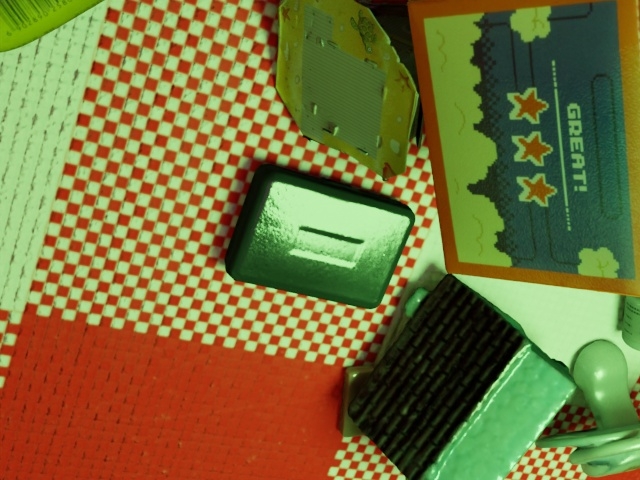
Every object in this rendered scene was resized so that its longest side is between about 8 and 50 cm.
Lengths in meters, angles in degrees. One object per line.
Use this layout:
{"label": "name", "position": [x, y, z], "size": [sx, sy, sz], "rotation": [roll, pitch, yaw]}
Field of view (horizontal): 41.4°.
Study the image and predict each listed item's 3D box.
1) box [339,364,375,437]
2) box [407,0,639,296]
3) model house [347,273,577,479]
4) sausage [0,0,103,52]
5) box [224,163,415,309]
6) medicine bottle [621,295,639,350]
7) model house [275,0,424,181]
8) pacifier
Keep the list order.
{"label": "box", "position": [0.056, 0.239, 1.256], "size": [0.048, 0.025, 0.115], "rotation": [-1, 114, -17]}
{"label": "box", "position": [0.310, -0.156, 0.941], "size": [0.348, 0.256, 0.319], "rotation": [-31, 120, -45]}
{"label": "model house", "position": [0.183, 0.218, 1.217], "size": [0.248, 0.230, 0.280], "rotation": [38, 95, 12]}
{"label": "sausage", "position": [-0.245, -0.301, 0.851], "size": [0.347, 0.123, 0.123], "rotation": [-32, 120, -4]}
{"label": "box", "position": [0.000, 0.000, 1.114], "size": [0.230, 0.050, 0.160], "rotation": [14, 107, -25]}
{"label": "medicine bottle", "position": [0.520, 0.103, 1.328], "size": [0.080, 0.080, 0.130], "rotation": [-11, 115, -15]}
{"label": "model house", "position": [0.066, -0.212, 0.986], "size": [0.136, 0.207, 0.219], "rotation": [-36, 144, -34]}
{"label": "pacifier", "position": [0.476, 0.262, 1.353], "size": [0.278, 0.227, 0.207], "rotation": [-5, 75, -18]}
